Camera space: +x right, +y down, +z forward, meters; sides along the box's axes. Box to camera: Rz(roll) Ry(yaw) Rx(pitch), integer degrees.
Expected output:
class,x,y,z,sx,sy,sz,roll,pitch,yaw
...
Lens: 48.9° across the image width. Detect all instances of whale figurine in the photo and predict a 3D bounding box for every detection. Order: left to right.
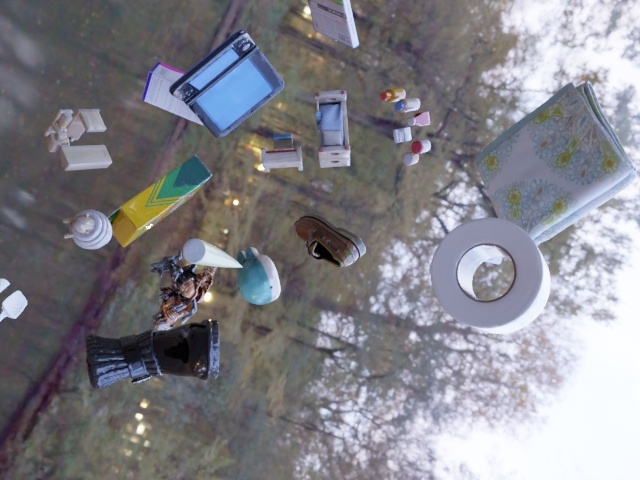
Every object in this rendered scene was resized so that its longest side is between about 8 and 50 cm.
class,x,y,z,sx,sy,sz,roll,pitch,yaw
whale figurine,-0.252,0.129,2.527,0.272,0.141,0.216,32,-42,54

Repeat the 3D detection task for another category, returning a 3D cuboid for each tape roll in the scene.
class,x,y,z,sx,sy,sz,roll,pitch,yaw
tape roll,0.386,0.083,1.589,0.169,0.246,0.246,25,88,-64

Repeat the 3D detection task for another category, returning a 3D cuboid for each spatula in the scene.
class,x,y,z,sx,sy,sz,roll,pitch,yaw
spatula,-0.867,0.163,1.811,0.019,0.168,0.242,-22,-159,20

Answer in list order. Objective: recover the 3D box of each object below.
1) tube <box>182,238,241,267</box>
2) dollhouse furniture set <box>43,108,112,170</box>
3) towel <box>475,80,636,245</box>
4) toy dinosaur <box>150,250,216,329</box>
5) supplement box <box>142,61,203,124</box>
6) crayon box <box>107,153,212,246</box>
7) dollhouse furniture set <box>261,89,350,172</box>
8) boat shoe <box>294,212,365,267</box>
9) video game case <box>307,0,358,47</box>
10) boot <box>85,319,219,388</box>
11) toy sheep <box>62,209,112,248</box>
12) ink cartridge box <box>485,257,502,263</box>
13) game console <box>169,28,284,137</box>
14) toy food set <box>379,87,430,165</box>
class,x,y,z,sx,sy,sz,roll,pitch,yaw
tube,-0.274,0.041,1.785,0.062,0.070,0.240,-25,169,8
dollhouse furniture set,-0.590,-0.216,1.679,0.123,0.151,0.144,-36,165,38
towel,0.591,-0.190,1.815,0.374,0.090,0.321,-41,-133,36
toy dinosaur,-0.449,0.160,2.385,0.322,0.218,0.164,-32,141,-9
supplement box,-0.471,-0.496,2.372,0.111,0.220,0.114,-79,-168,-58
crayon box,-0.463,-0.094,1.934,0.318,0.081,0.202,-41,-174,-28
dollhouse furniture set,-0.034,-0.225,1.465,0.129,0.183,0.129,81,5,-81
boat shoe,0.000,0.000,2.190,0.104,0.111,0.307,-40,-146,-23
video game case,0.009,-0.416,1.186,0.015,0.119,0.166,-34,134,-17
boot,-0.379,0.256,1.566,0.348,0.260,0.131,-27,-114,61
toy sheep,-0.481,-0.022,1.472,0.132,0.091,0.091,64,48,-79
ink cartridge box,0.465,0.025,2.060,0.122,0.088,0.052,-145,-113,-64
game console,-0.283,-0.477,2.182,0.293,0.173,0.250,-38,180,5
toy food set,0.251,-0.335,2.072,0.104,0.111,0.232,-21,105,-51
